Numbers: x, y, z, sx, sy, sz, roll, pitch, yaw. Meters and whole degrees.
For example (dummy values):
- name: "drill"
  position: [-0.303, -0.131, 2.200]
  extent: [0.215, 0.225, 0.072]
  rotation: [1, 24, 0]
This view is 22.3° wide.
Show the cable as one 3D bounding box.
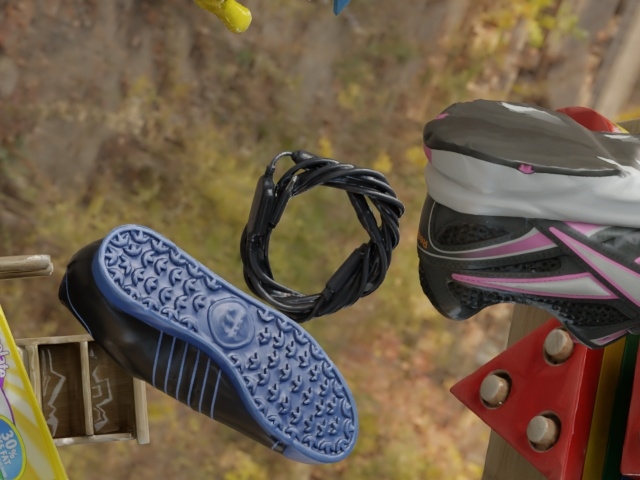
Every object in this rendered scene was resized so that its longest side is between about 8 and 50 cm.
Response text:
- name: "cable"
  position: [0.000, 0.000, 1.584]
  extent: [0.047, 0.151, 0.184]
  rotation: [-99, -160, -61]

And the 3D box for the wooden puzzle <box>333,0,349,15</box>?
- name: "wooden puzzle"
  position: [0.007, -0.195, 1.051]
  extent: [0.078, 0.014, 0.116]
  rotation: [-42, 143, 8]

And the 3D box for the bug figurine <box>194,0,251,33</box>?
- name: "bug figurine"
  position: [-0.053, -0.195, 0.501]
  extent: [0.216, 0.279, 0.072]
  rotation: [-59, -167, -4]

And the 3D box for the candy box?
- name: "candy box"
  position: [-0.263, 0.101, 1.155]
  extent: [0.105, 0.206, 0.027]
  rotation: [-23, -175, -30]

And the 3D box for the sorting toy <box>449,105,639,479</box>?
- name: "sorting toy"
  position: [0.181, 0.035, 0.865]
  extent: [0.089, 0.255, 0.257]
  rotation: [25, 69, -36]

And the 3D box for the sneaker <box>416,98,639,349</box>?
- name: "sneaker"
  position: [0.115, 0.002, 0.574]
  extent: [0.072, 0.178, 0.077]
  rotation: [-96, -163, -62]

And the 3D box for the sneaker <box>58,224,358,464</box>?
- name: "sneaker"
  position: [-0.078, 0.079, 1.128]
  extent: [0.090, 0.232, 0.081]
  rotation: [-29, -156, 53]

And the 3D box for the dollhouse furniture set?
- name: "dollhouse furniture set"
  position: [-0.224, 0.125, 1.345]
  extent: [0.242, 0.161, 0.212]
  rotation: [148, -62, -81]
